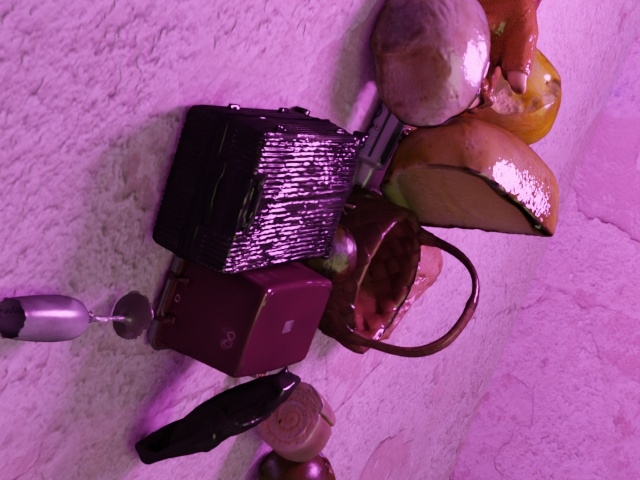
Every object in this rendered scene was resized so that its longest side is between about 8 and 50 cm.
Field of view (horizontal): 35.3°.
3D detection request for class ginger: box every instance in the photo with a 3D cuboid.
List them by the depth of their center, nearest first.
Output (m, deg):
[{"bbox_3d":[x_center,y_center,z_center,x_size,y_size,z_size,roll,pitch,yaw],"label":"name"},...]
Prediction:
[{"bbox_3d":[0.172,0.100,2.269,0.354,0.126,0.190,-51,158,-33],"label":"ginger"}]

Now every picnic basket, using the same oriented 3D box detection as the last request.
[{"bbox_3d":[0.153,0.096,1.991,0.293,0.337,0.337,-54,154,-24],"label":"picnic basket"}]

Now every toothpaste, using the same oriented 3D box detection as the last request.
[{"bbox_3d":[0.159,-0.281,1.942,0.392,0.061,0.099,-64,-162,1],"label":"toothpaste"}]

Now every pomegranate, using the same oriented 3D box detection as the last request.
[{"bbox_3d":[0.005,0.004,1.813,0.169,0.148,0.148,-63,157,1],"label":"pomegranate"},{"bbox_3d":[-0.070,0.533,2.169,0.209,0.180,0.180,-36,156,5],"label":"pomegranate"}]

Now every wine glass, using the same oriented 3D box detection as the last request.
[{"bbox_3d":[-0.323,0.100,1.318,0.262,0.074,0.074,8,106,-64],"label":"wine glass"}]

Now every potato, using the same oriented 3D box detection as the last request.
[{"bbox_3d":[0.284,-0.162,1.971,0.280,0.330,0.213,45,56,-54],"label":"potato"}]

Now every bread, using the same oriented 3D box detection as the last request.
[{"bbox_3d":[-0.050,0.371,2.063,0.148,0.134,0.141,-51,158,-11],"label":"bread"}]

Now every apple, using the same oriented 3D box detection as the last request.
[{"bbox_3d":[0.428,-0.328,2.260,0.246,0.226,0.246,-49,152,-38],"label":"apple"}]

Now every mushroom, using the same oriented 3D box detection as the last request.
[{"bbox_3d":[0.190,-0.346,1.799,0.164,0.189,0.267,24,92,-53],"label":"mushroom"}]

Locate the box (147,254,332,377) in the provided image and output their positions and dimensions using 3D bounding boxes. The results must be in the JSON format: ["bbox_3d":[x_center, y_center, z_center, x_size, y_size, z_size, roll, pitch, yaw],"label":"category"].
[{"bbox_3d":[-0.118,0.107,1.626,0.294,0.167,0.193,-3,114,-64],"label":"box"}]

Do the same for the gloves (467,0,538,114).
[{"bbox_3d":[0.326,-0.397,1.996,0.155,0.203,0.356,119,-7,-59],"label":"gloves"}]

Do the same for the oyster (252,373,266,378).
[{"bbox_3d":[-0.109,0.211,1.890,0.177,0.056,0.105,42,67,-61],"label":"oyster"}]

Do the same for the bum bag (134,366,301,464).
[{"bbox_3d":[-0.160,0.294,1.643,0.326,0.080,0.142,-27,180,17],"label":"bum bag"}]

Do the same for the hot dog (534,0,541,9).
[{"bbox_3d":[0.468,-0.547,2.330,0.253,0.069,0.131,-64,166,5],"label":"hot dog"}]

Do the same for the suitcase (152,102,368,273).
[{"bbox_3d":[-0.088,-0.083,1.530,0.335,0.152,0.230,-8,119,-60],"label":"suitcase"}]

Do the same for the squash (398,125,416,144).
[{"bbox_3d":[0.205,-0.220,2.090,0.200,0.075,0.090,3,145,-45],"label":"squash"}]
